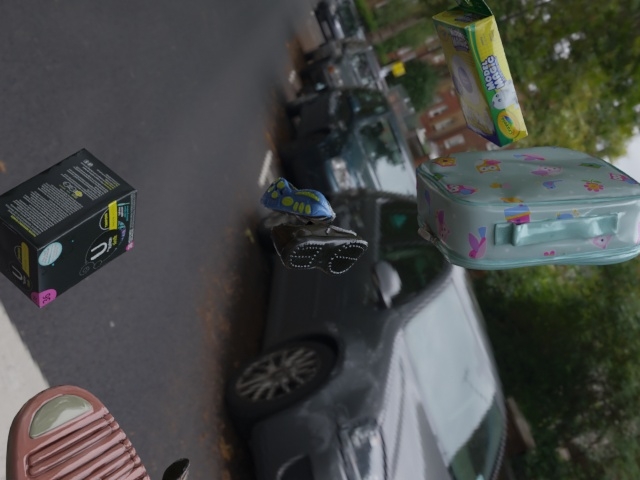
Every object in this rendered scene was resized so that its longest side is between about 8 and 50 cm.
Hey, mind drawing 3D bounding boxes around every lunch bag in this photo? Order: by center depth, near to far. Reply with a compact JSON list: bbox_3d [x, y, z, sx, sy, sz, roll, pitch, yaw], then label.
[{"bbox_3d":[0.266,-0.040,1.111,0.224,0.279,0.108,-116,-157,-63],"label":"lunch bag"}]

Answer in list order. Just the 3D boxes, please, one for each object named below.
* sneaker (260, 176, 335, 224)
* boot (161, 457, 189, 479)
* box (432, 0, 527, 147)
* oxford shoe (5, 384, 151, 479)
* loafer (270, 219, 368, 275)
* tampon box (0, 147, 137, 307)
[{"bbox_3d":[-0.044,-0.064,1.555,0.188,0.067,0.078,21,-18,49],"label":"sneaker"},{"bbox_3d":[-0.261,0.472,1.566,0.106,0.037,0.114,-52,141,-37],"label":"boot"},{"bbox_3d":[0.188,-0.209,1.023,0.105,0.043,0.179,-125,-168,-65],"label":"box"},{"bbox_3d":[-0.230,0.325,0.791,0.140,0.146,0.397,-18,101,-48],"label":"oxford shoe"},{"bbox_3d":[0.000,0.000,1.367,0.078,0.080,0.220,50,19,26],"label":"loafer"},{"bbox_3d":[-0.334,-0.017,1.107,0.101,0.161,0.120,37,-40,17],"label":"tampon box"}]
